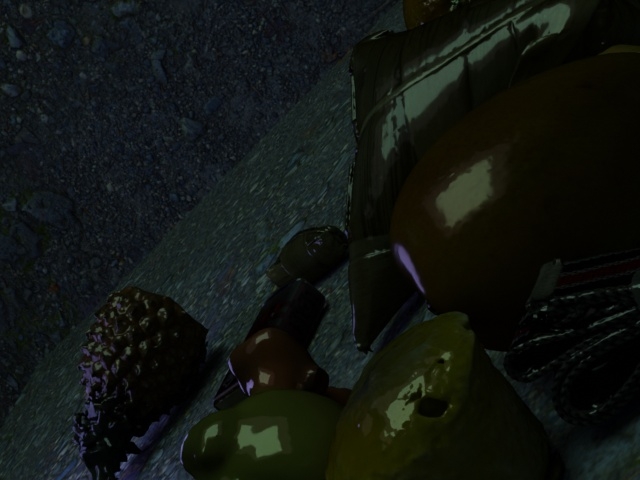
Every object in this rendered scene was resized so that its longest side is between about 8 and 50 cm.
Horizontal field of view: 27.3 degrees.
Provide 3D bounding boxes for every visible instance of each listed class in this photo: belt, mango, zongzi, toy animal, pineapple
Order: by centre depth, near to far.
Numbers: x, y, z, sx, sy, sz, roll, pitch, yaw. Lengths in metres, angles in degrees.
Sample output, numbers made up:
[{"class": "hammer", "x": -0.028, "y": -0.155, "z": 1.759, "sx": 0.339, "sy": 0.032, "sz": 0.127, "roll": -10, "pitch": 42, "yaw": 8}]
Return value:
[{"class": "belt", "x": 0.306, "y": 0.022, "z": 1.055, "sx": 0.359, "sy": 0.126, "sz": 0.094, "roll": -34, "pitch": 8, "yaw": 29}, {"class": "toy animal", "x": -0.032, "y": 0.258, "z": 1.259, "sx": 0.191, "sy": 0.216, "sz": 0.338, "roll": -24, "pitch": 33, "yaw": 41}, {"class": "mango", "x": 0.228, "y": -0.052, "z": 1.303, "sx": 0.378, "sy": 0.221, "sz": 0.264, "roll": -43, "pitch": 16, "yaw": -24}, {"class": "zongzi", "x": 0.253, "y": -0.112, "z": 1.671, "sx": 0.500, "sy": 0.218, "sz": 0.467, "roll": -19, "pitch": 58, "yaw": 38}, {"class": "zongzi", "x": 0.000, "y": 0.000, "z": 2.234, "sx": 0.160, "sy": 0.078, "sz": 0.176, "roll": -32, "pitch": 16, "yaw": 36}, {"class": "pineapple", "x": -0.344, "y": 0.273, "z": 2.321, "sx": 0.223, "sy": 0.223, "sz": 0.357, "roll": -28, "pitch": 37, "yaw": 58}]

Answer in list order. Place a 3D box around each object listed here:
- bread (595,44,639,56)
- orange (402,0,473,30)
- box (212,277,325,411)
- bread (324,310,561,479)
[{"class": "bread", "x": 0.344, "y": -0.156, "z": 1.505, "sx": 0.134, "sy": 0.085, "sz": 0.173, "roll": -50, "pitch": 14, "yaw": 4}, {"class": "orange", "x": 0.255, "y": -0.351, "z": 1.963, "sx": 0.274, "sy": 0.274, "sz": 0.274, "roll": -45, "pitch": 13, "yaw": 13}, {"class": "box", "x": -0.076, "y": 0.166, "z": 2.001, "sx": 0.120, "sy": 0.069, "sz": 0.224, "roll": -37, "pitch": 18, "yaw": 42}, {"class": "bread", "x": 0.100, "y": 0.174, "z": 1.146, "sx": 0.197, "sy": 0.170, "sz": 0.197, "roll": -44, "pitch": 11, "yaw": 11}]
